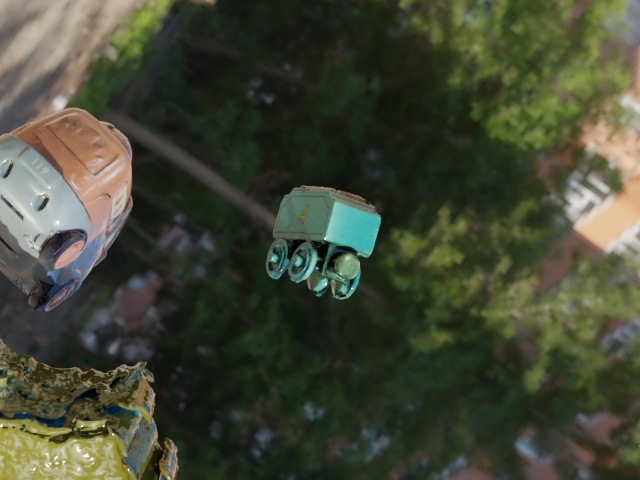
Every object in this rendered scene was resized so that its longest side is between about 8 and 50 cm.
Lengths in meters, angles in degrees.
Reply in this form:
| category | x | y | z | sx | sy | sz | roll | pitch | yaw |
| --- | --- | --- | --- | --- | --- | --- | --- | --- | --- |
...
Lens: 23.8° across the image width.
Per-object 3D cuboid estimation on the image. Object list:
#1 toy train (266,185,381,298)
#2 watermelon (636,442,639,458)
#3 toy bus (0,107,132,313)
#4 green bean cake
| category | x | y | z | sx | sy | sz | roll | pitch | yaw |
| --- | --- | --- | --- | --- | --- | --- | --- | --- | --- |
| toy train | 0.000 | 0.000 | 2.210 | 0.198 | 0.107 | 0.154 | 9 | -99 | 61 |
| watermelon | 0.447 | 0.319 | 1.854 | 0.075 | 0.181 | 0.092 | -22 | -139 | 8 |
| toy bus | -0.361 | -0.058 | 2.072 | 0.232 | 0.194 | 0.287 | -44 | 169 | -29 |
| green bean cake | -0.344 | 0.223 | 1.880 | 0.310 | 0.285 | 0.202 | -9 | -157 | 9 |
